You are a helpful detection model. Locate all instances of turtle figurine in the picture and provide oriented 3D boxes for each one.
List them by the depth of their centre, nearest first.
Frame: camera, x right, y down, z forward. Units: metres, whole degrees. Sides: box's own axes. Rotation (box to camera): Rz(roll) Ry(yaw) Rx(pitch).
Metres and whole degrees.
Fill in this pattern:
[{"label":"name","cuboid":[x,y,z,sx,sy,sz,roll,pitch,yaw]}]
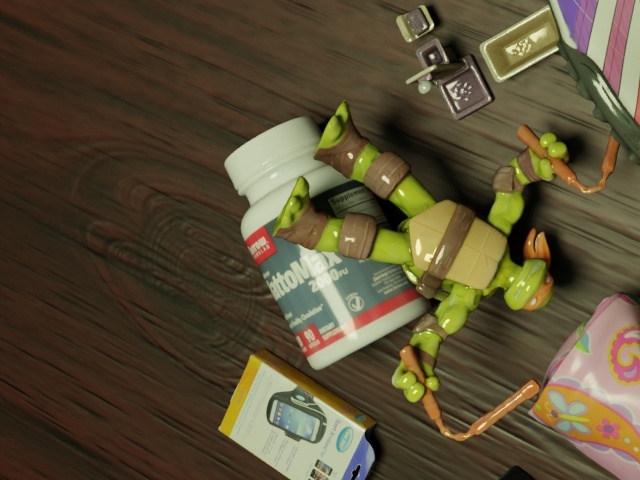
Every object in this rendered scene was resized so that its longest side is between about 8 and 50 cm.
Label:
[{"label":"turtle figurine","cuboid":[0.091,-0.012,0.900,0.217,0.087,0.269,29,85,0]}]

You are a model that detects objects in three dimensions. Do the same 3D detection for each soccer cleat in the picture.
[{"label":"soccer cleat","cuboid":[0.210,-0.174,0.840,0.116,0.108,0.318,-33,80,27]}]

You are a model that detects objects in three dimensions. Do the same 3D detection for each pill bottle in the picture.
[{"label":"pill bottle","cuboid":[0.000,0.000,0.976,0.108,0.108,0.180,-32,83,28]}]

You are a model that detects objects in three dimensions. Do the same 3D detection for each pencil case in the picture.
[{"label":"pencil case","cuboid":[0.284,0.157,0.854,0.284,0.124,0.124,38,114,16]}]

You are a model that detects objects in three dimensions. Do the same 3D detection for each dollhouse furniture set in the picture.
[{"label":"dollhouse furniture set","cuboid":[0.112,-0.149,0.906,0.114,0.081,0.091,-28,86,28]}]

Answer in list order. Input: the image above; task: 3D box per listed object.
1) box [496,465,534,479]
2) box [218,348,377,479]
[{"label":"box","cuboid":[0.156,0.290,0.954,0.158,0.093,0.156,38,114,18]},{"label":"box","cuboid":[-0.014,0.162,1.058,0.136,0.028,0.081,31,111,17]}]
